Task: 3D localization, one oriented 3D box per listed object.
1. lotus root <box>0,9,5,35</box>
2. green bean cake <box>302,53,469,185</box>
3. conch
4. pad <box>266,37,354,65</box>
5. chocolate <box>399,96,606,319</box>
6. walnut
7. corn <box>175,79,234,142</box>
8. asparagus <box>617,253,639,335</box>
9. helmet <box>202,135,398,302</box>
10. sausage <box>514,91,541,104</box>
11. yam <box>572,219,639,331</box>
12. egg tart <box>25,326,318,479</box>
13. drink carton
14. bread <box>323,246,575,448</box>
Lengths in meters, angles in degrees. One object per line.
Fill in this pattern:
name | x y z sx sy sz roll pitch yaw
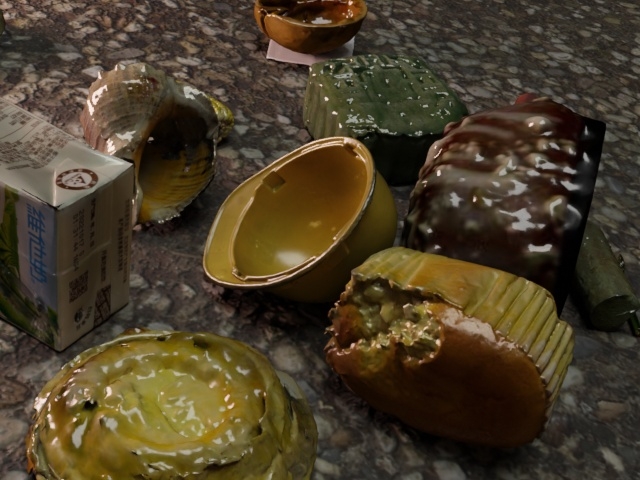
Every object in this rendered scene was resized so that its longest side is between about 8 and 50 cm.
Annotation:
lotus root | -0.605 -0.339 1.486 0.119 0.138 0.235 17 39 26
green bean cake | 0.100 -0.184 1.457 0.222 0.125 0.227 -6 43 -21
conch | -0.221 -0.120 1.253 0.178 0.163 0.245 -3 64 8
pad | -0.015 -0.373 1.791 0.156 0.004 0.232 10 35 -2
chocolate | 0.210 -0.032 1.173 0.210 0.225 0.340 14 53 12
walnut | -0.017 -0.380 1.718 0.211 0.087 0.167 -9 35 -25
corn | -0.207 -0.196 1.438 0.165 0.063 0.085 28 62 26
asparagus | 0.402 0.070 1.267 0.016 0.016 0.163 -11 32 14
helmet | 0.000 0.000 1.141 0.140 0.257 0.205 39 49 -34
sausage | 0.351 -0.214 1.619 0.059 0.054 0.094 18 36 10
yam | 0.357 0.042 1.247 0.068 0.068 0.169 4 36 -10
egg tart | -0.134 0.168 0.911 0.278 0.095 0.279 9 35 -6
drink carton | -0.367 -0.047 1.064 0.324 0.194 0.132 26 39 20
bread | 0.128 0.111 0.992 0.250 0.179 0.133 24 41 18
